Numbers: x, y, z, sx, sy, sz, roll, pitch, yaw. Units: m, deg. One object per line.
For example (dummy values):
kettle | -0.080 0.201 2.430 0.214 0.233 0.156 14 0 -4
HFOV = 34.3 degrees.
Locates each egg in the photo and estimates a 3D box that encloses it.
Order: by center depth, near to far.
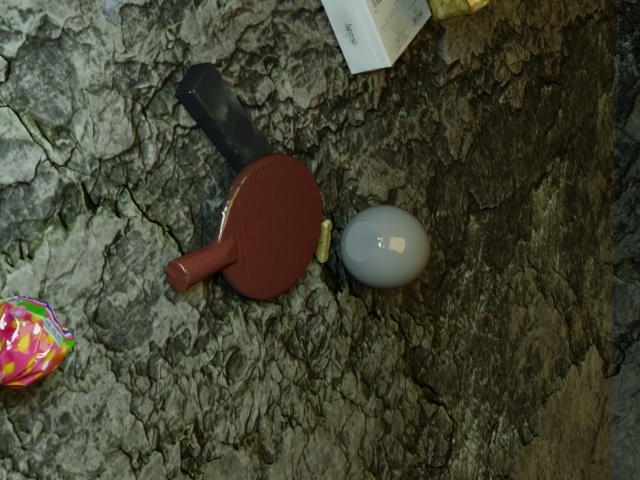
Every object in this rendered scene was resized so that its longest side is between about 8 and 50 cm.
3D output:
egg | 0.140 0.014 2.151 0.232 0.176 0.176 1 84 -56

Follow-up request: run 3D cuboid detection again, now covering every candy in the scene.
candy | -0.465 0.222 1.342 0.365 0.124 0.124 -57 130 -32

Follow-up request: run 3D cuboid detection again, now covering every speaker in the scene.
speaker | -0.171 -0.211 1.856 0.218 0.044 0.082 54 45 -36

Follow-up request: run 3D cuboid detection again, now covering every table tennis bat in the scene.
table tennis bat | -0.121 -0.006 1.871 0.414 0.051 0.268 -30 121 -49

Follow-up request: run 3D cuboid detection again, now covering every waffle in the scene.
waffle | 0.246 -0.621 2.279 0.304 0.077 0.348 63 -5 -10

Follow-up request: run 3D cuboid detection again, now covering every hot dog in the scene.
hot dog | 0.000 0.000 2.081 0.030 0.034 0.090 -30 129 -63

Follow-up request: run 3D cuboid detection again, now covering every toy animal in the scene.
toy animal | -0.333 -0.393 1.663 0.050 0.028 0.084 37 55 -56

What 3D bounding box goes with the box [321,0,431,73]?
box | 0.125 -0.511 2.258 0.260 0.111 0.194 -55 129 -46
